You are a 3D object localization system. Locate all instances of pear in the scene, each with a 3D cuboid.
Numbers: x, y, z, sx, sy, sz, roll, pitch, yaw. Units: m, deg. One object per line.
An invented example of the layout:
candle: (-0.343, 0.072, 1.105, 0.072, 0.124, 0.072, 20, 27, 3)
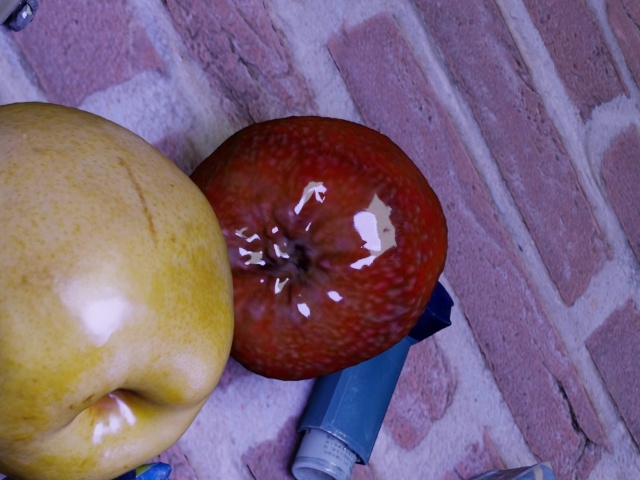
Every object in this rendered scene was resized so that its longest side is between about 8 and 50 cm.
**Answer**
pear: (-0.220, 0.045, 1.101, 0.314, 0.314, 0.314, 13, 70, -41)

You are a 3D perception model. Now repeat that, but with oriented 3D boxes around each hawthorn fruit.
hawthorn fruit: (0.000, 0.000, 1.357, 0.300, 0.275, 0.275, -22, 94, -53)

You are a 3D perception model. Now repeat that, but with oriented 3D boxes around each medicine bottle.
medicine bottle: (0.051, 0.150, 1.462, 0.079, 0.124, 0.258, 45, 55, -30)

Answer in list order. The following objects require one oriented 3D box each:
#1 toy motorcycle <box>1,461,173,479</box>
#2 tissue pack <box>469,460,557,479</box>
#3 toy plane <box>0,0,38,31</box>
toy motorcycle: (-0.217, 0.264, 1.202, 0.254, 0.092, 0.135, -7, 75, -53)
tissue pack: (0.166, 0.407, 1.494, 0.311, 0.128, 0.228, -17, 89, -45)
toy plane: (-0.308, -0.210, 1.240, 0.092, 0.108, 0.286, 38, 68, -32)
